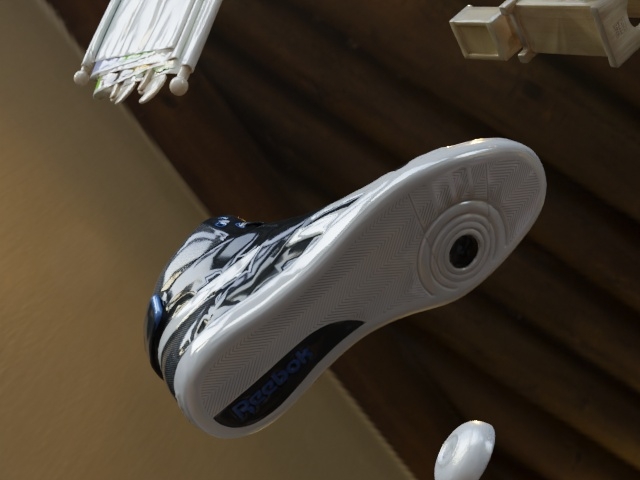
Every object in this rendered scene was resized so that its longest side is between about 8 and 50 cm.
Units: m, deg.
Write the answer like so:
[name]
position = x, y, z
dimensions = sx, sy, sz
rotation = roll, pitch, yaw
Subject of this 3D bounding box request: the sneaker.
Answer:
[sneaker]
position = 0.000, 0.000, 0.610
dimensions = 0.217, 0.121, 0.079
rotation = -33, -58, -12

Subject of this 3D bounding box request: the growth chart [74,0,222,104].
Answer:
[growth chart]
position = -0.158, -0.199, 1.097
dimensions = 0.021, 0.172, 0.237
rotation = 32, -12, -34

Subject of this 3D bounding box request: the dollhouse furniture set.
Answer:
[dollhouse furniture set]
position = 0.189, -0.246, 1.010
dimensions = 0.182, 0.101, 0.161
rotation = 16, -39, 52

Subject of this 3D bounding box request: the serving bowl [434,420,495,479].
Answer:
[serving bowl]
position = 0.137, 0.212, 1.166
dimensions = 0.027, 0.083, 0.083
rotation = 31, -61, -10
